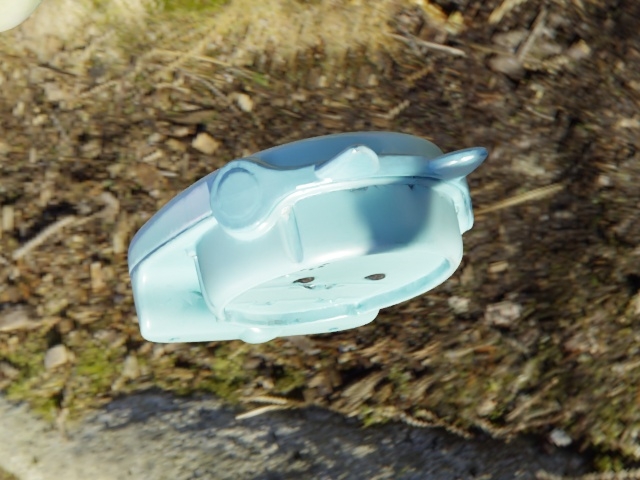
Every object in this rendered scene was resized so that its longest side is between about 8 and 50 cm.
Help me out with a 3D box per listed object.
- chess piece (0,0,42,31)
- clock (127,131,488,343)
[{"bbox_3d":[-0.260,-0.207,0.718,0.243,0.133,0.133,32,106,-20],"label":"chess piece"},{"bbox_3d":[0.000,0.000,0.935,0.274,0.223,0.094,-33,64,54],"label":"clock"}]
